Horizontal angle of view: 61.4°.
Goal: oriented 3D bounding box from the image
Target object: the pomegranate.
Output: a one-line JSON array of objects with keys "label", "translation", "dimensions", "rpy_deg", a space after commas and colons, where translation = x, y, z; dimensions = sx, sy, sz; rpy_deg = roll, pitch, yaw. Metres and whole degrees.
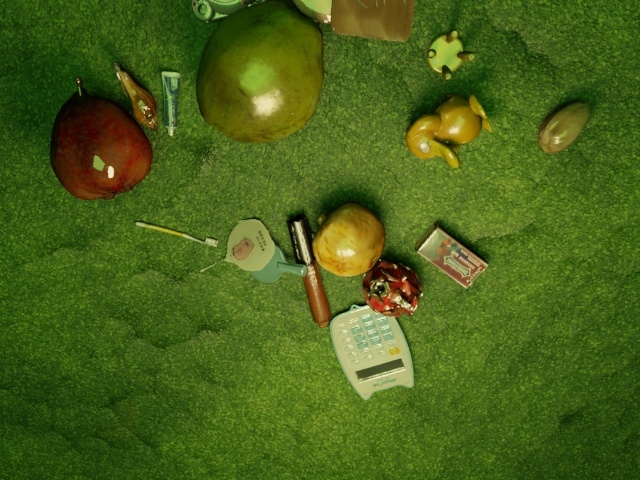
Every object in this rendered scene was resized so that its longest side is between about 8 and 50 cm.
[{"label": "pomegranate", "translation": [0.088, -0.004, 1.713], "dimensions": [0.248, 0.248, 0.248], "rpy_deg": [1, 111, 3]}]

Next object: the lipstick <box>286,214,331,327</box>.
[{"label": "lipstick", "translation": [-0.034, 0.113, 1.846], "dimensions": [0.077, 0.077, 0.418], "rpy_deg": [-11, 111, 7]}]

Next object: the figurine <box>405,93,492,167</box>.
[{"label": "figurine", "translation": [0.380, -0.332, 1.618], "dimensions": [0.215, 0.215, 0.228], "rpy_deg": [38, 93, -11]}]

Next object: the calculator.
[{"label": "calculator", "translation": [0.185, 0.391, 1.945], "dimensions": [0.256, 0.054, 0.386], "rpy_deg": [-19, 111, 10]}]

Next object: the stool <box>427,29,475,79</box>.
[{"label": "stool", "translation": [0.370, -0.539, 1.561], "dimensions": [0.134, 0.110, 0.135], "rpy_deg": [5, 112, 0]}]

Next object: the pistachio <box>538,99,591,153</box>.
[{"label": "pistachio", "translation": [0.739, -0.343, 1.621], "dimensions": [0.126, 0.108, 0.185], "rpy_deg": [33, 103, -34]}]

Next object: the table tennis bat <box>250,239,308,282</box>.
[{"label": "table tennis bat", "translation": [-0.151, 0.078, 1.821], "dimensions": [0.237, 0.038, 0.149], "rpy_deg": [11, 105, 25]}]

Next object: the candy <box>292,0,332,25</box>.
[{"label": "candy", "translation": [0.021, -0.732, 1.514], "dimensions": [0.255, 0.094, 0.255], "rpy_deg": [1, 110, 3]}]

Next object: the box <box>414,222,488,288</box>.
[{"label": "box", "translation": [0.437, 0.050, 1.802], "dimensions": [0.224, 0.069, 0.120], "rpy_deg": [34, 109, -9]}]

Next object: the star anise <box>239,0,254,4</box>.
[{"label": "star anise", "translation": [-0.167, -0.713, 1.424], "dimensions": [0.236, 0.093, 0.229], "rpy_deg": [15, 71, 2]}]

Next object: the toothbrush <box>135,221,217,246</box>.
[{"label": "toothbrush", "translation": [-0.492, -0.026, 1.847], "dimensions": [0.288, 0.021, 0.024], "rpy_deg": [15, 100, -3]}]

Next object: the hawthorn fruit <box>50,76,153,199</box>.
[{"label": "hawthorn fruit", "translation": [-0.671, -0.275, 1.622], "dimensions": [0.325, 0.308, 0.308], "rpy_deg": [41, 108, -2]}]

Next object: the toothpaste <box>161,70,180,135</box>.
[{"label": "toothpaste", "translation": [-0.470, -0.427, 1.688], "dimensions": [0.057, 0.035, 0.197], "rpy_deg": [1, 110, -14]}]

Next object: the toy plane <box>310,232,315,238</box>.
[{"label": "toy plane", "translation": [0.000, 0.001, 1.824], "dimensions": [0.083, 0.033, 0.080], "rpy_deg": [33, 98, -9]}]

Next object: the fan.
[{"label": "fan", "translation": [-0.297, 0.047, 1.847], "dimensions": [0.310, 0.010, 0.182], "rpy_deg": [-28, 86, 20]}]

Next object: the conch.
[{"label": "conch", "translation": [-0.557, -0.442, 1.659], "dimensions": [0.080, 0.086, 0.232], "rpy_deg": [-28, 111, -23]}]

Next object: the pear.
[{"label": "pear", "translation": [-0.169, -0.457, 1.512], "dimensions": [0.352, 0.352, 0.413], "rpy_deg": [34, 111, -9]}]

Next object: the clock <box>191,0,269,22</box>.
[{"label": "clock", "translation": [-0.271, -0.763, 1.523], "dimensions": [0.228, 0.090, 0.247], "rpy_deg": [-11, 108, 6]}]

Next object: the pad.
[{"label": "pad", "translation": [0.157, -0.706, 1.478], "dimensions": [0.284, 0.018, 0.286], "rpy_deg": [-7, 113, -32]}]

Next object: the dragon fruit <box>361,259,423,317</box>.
[{"label": "dragon fruit", "translation": [0.228, 0.158, 1.766], "dimensions": [0.193, 0.274, 0.192], "rpy_deg": [-25, 70, 36]}]
